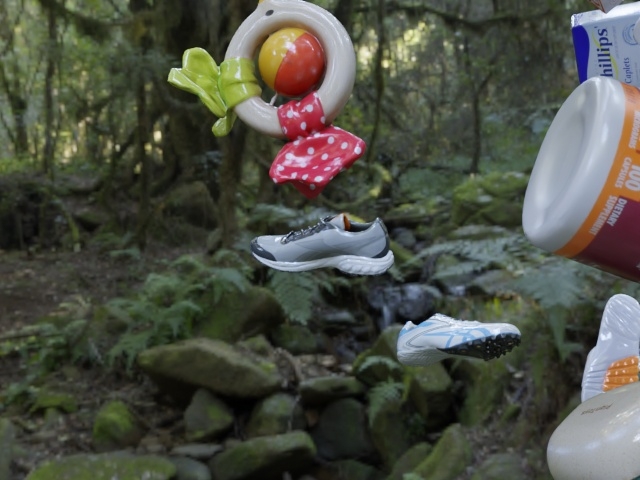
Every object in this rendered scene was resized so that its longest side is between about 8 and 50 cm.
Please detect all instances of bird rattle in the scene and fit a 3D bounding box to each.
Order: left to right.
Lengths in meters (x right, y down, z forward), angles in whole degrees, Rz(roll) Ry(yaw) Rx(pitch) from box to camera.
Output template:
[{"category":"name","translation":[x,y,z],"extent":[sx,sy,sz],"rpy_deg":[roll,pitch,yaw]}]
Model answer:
[{"category":"bird rattle","translation":[-0.045,-0.180,0.975],"extent":[0.253,0.207,0.143],"rpy_deg":[32,8,25]}]

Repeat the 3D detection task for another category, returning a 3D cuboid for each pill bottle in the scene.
[{"category":"pill bottle","translation":[0.472,-0.035,1.009],"extent":[0.391,0.224,0.224],"rpy_deg":[19,-2,-2]}]

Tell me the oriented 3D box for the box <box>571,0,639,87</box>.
[{"category":"box","translation":[0.487,-0.312,1.340],"extent":[0.137,0.126,0.072],"rpy_deg":[-7,29,23]}]

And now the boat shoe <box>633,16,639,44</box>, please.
[{"category":"boat shoe","translation":[0.502,-0.343,1.122],"extent":[0.066,0.184,0.063],"rpy_deg":[33,34,2]}]

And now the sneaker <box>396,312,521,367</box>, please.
[{"category":"sneaker","translation":[0.217,0.152,1.332],"extent":[0.085,0.086,0.237],"rpy_deg":[26,-28,-37]}]

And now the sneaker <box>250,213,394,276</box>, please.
[{"category":"sneaker","translation":[0.000,0.000,1.520],"extent":[0.271,0.108,0.100],"rpy_deg":[0,22,15]}]

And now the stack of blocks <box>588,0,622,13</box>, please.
[{"category":"stack of blocks","translation":[0.376,-0.502,1.245],"extent":[0.087,0.171,0.297],"rpy_deg":[-39,-43,10]}]

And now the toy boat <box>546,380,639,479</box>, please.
[{"category":"toy boat","translation":[0.474,0.245,1.126],"extent":[0.318,0.148,0.267],"rpy_deg":[-36,-6,-20]}]

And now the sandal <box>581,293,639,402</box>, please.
[{"category":"sandal","translation":[0.595,0.241,1.674],"extent":[0.101,0.265,0.076],"rpy_deg":[18,-22,10]}]

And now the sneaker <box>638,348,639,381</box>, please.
[{"category":"sneaker","translation":[0.814,0.347,2.048],"extent":[0.275,0.110,0.107],"rpy_deg":[26,19,-41]}]
